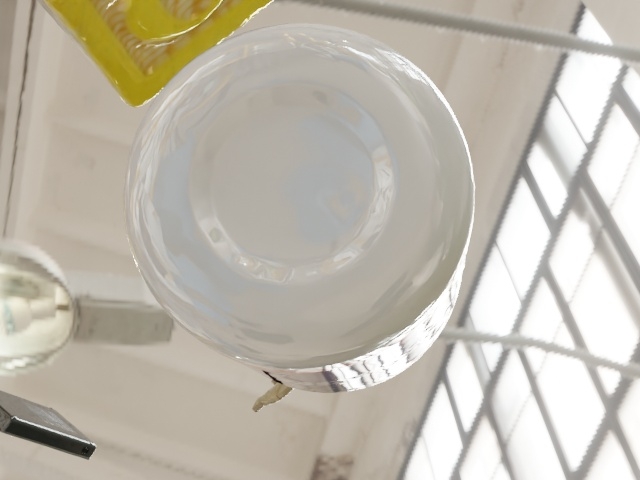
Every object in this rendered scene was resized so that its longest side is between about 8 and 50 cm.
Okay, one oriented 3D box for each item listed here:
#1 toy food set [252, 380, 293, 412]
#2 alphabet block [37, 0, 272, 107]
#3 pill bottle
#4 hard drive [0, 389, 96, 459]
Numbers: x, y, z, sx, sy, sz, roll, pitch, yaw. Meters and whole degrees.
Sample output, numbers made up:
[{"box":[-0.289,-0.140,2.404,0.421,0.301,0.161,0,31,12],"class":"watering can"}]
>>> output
[{"box":[-0.008,0.119,1.131,0.019,0.078,0.122,46,-46,-12],"class":"toy food set"},{"box":[-0.167,-0.266,1.015,0.193,0.197,0.192,-41,-24,-3],"class":"alphabet block"},{"box":[0.000,0.000,0.752,0.182,0.181,0.323,-15,-11,3],"class":"pill bottle"},{"box":[-0.325,0.201,1.360,0.135,0.094,0.022,35,-94,-51],"class":"hard drive"}]
